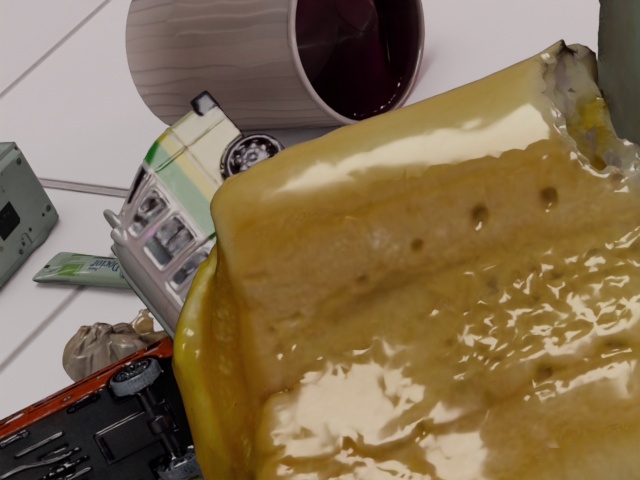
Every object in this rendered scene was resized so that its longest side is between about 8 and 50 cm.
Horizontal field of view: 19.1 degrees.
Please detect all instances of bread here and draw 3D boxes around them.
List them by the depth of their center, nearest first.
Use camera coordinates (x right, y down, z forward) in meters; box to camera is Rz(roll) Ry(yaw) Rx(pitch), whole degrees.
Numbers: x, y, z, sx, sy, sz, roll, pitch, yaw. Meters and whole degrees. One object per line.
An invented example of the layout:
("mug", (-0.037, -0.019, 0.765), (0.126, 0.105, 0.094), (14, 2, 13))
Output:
("bread", (0.086, 0.088, 1.382), (0.394, 0.250, 0.361), (-20, 73, 15))

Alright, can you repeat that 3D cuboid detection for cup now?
("cup", (-0.035, -0.242, 2.078), (0.273, 0.208, 0.288), (-1, 40, 40))

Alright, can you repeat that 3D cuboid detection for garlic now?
("garlic", (-0.188, 0.108, 1.801), (0.113, 0.074, 0.094), (-22, -5, -2))

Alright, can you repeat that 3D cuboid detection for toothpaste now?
("toothpaste", (-0.234, 0.033, 1.997), (0.197, 0.029, 0.048), (4, 42, 46))

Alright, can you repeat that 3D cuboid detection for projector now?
("projector", (-0.364, -0.022, 2.098), (0.061, 0.115, 0.147), (1, 40, 36))

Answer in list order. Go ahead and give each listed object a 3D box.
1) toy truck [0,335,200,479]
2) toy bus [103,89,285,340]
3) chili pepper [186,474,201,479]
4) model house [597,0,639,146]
("toy truck", (-0.218, 0.185, 1.673), (0.252, 0.107, 0.114), (-27, 16, -1))
("toy bus", (-0.055, 0.035, 1.639), (0.179, 0.143, 0.305), (-39, 59, -4))
("chili pepper", (-0.140, 0.226, 1.638), (0.083, 0.017, 0.030), (-25, 29, 6))
("model house", (0.371, -0.102, 1.443), (0.284, 0.298, 0.243), (-11, 28, -15))
